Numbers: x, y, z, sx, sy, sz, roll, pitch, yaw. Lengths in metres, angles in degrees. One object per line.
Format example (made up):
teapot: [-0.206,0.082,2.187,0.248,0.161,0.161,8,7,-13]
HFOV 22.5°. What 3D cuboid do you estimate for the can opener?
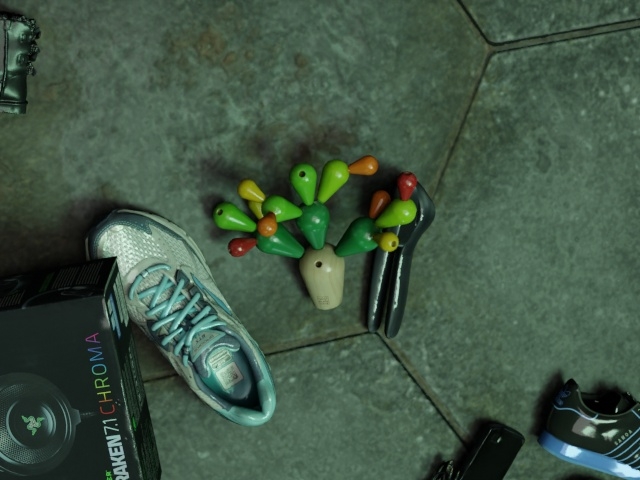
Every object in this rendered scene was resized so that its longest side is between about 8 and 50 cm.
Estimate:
can opener: [0.079,0.017,1.775,0.073,0.059,0.186,-7,116,-43]

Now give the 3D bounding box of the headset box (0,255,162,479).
headset box: [-0.323,0.168,1.610,0.283,0.131,0.246,-8,106,2]

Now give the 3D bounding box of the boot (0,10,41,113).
boot: [-0.339,-0.180,1.603,0.121,0.045,0.099,3,104,-25]

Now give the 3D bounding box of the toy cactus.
toy cactus: [0.000,0.000,1.711,0.219,0.112,0.180,-9,127,1]

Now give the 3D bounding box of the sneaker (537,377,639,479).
sneaker: [0.373,0.231,1.897,0.232,0.081,0.090,16,104,-19]

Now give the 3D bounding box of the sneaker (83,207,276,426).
sneaker: [-0.133,0.081,1.684,0.110,0.122,0.283,-42,110,-5]

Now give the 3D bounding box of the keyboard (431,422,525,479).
keyboard: [0.157,0.291,1.877,0.100,0.038,0.192,30,91,-44]
